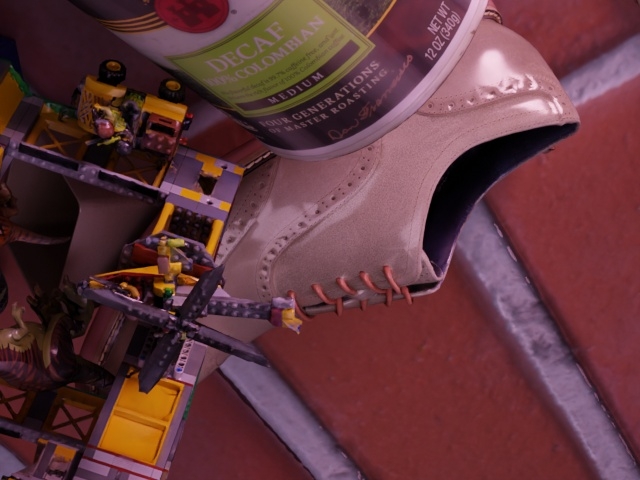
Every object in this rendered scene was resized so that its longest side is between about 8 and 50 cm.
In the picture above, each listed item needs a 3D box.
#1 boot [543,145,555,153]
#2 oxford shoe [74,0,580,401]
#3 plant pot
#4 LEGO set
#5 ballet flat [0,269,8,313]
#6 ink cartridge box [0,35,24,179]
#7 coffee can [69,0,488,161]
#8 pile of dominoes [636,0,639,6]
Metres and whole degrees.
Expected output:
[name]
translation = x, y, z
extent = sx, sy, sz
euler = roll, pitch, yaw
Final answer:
[boot]
translation = 0.111, -0.079, 1.178
extent = 0.087, 0.042, 0.118
euler = -34, 133, 22
[oxford shoe]
translation = 0.000, 0.000, 1.067
extent = 0.397, 0.146, 0.140
euler = -45, 159, 6
[plant pot]
translation = -0.154, -0.021, 1.096
extent = 0.096, 0.109, 0.109
euler = -7, 135, -33
[LEGO set]
translation = -0.173, 0.072, 0.919
extent = 0.255, 0.192, 0.331
euler = 24, 128, -7
[ballet flat]
translation = -0.311, 0.069, 1.151
extent = 0.188, 0.070, 0.070
euler = -24, 135, 8
[ink cartridge box]
translation = -0.261, -0.034, 1.045
extent = 0.046, 0.097, 0.207
euler = 17, 124, -31
[coffee can]
translation = -0.059, -0.196, 0.892
extent = 0.201, 0.201, 0.275
euler = -40, 132, 18
[pile of dominoes]
translation = 0.300, -0.234, 1.096
extent = 0.196, 0.040, 0.251
euler = -31, 134, 10
